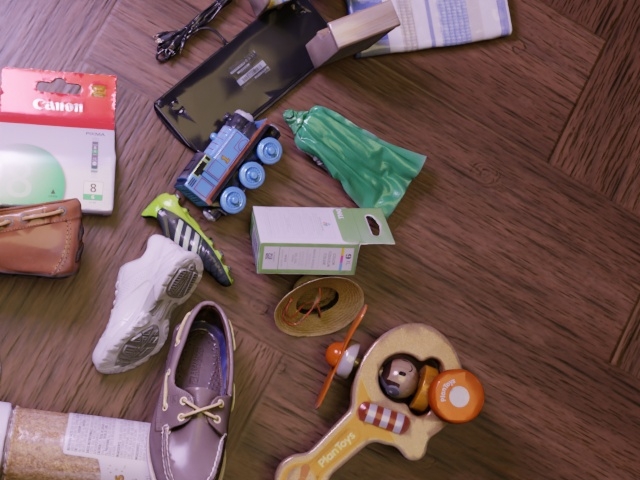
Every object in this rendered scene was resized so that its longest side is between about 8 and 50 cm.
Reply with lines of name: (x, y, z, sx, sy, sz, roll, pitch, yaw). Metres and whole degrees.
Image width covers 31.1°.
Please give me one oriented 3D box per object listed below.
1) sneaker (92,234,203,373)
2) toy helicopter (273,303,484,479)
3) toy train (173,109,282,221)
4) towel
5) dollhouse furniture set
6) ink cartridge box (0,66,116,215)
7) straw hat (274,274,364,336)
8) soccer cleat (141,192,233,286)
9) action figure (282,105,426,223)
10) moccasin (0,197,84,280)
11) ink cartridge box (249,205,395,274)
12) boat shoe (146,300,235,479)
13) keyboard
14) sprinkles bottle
sneaker: (-0.275, 0.094, 1.740, 0.115, 0.090, 0.232, 38, 93, 36)
toy helicopter: (0.059, 0.261, 1.765, 0.355, 0.140, 0.235, -41, 91, -12)
toy train: (-0.139, -0.120, 1.783, 0.105, 0.080, 0.184, 40, 76, -20)
towel: (0.174, -0.422, 1.926, 0.285, 0.034, 0.209, -11, 88, -12)
dollhouse furniture set: (0.008, -0.409, 1.786, 0.212, 0.161, 0.242, -24, 93, -15)
ink cartridge box: (-0.401, -0.154, 1.750, 0.181, 0.056, 0.224, 3, 84, -13)
straw hat: (-0.009, 0.084, 1.802, 0.145, 0.144, 0.061, -7, 45, -14)
soccer cleat: (-0.204, 0.008, 1.777, 0.072, 0.060, 0.179, -38, 86, -4)
action figure: (0.039, -0.142, 1.844, 0.232, 0.063, 0.137, 34, 79, -11)
moccasin: (-0.531, -0.021, 1.636, 0.380, 0.139, 0.146, 2, 100, -1)
ink cartridge box: (0.000, 0.000, 1.784, 0.209, 0.109, 0.062, 0, 121, -11)
boat shoe: (-0.178, 0.233, 1.649, 0.117, 0.096, 0.324, 12, 47, -10)
keyboard: (-0.138, -0.296, 1.840, 0.317, 0.033, 0.201, -41, 99, -15)
sprinkles bottle: (-0.328, 0.313, 1.673, 0.356, 0.121, 0.121, 9, 81, -12)
